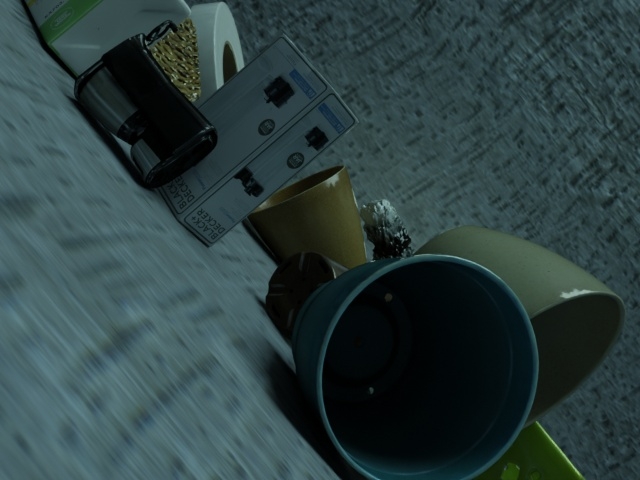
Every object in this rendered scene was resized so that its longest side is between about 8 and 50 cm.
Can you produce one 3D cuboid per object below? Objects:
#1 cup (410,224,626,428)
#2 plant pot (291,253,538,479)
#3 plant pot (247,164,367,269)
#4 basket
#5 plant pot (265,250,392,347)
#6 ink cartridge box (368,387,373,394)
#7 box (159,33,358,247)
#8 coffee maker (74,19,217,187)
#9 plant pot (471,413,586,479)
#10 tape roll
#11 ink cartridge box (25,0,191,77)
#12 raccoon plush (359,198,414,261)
[{"bbox_3d":[0.245,0.116,1.481,0.237,0.331,0.331,54,5,36],"label":"cup"},{"bbox_3d":[0.087,0.142,1.233,0.271,0.272,0.255,49,-11,-15],"label":"plant pot"},{"bbox_3d":[0.000,0.000,2.133,0.254,0.237,0.237,63,1,-10],"label":"plant pot"},{"bbox_3d":[-0.383,-0.360,1.932,0.299,0.223,0.213,39,44,-75],"label":"basket"},{"bbox_3d":[0.012,0.103,1.525,0.165,0.167,0.167,34,14,-50],"label":"plant pot"},{"bbox_3d":[0.096,0.246,1.914,0.171,0.056,0.235,-123,-163,-62],"label":"ink cartridge box"},{"bbox_3d":[-0.109,-0.147,1.461,0.087,0.290,0.169,44,8,-50],"label":"box"},{"bbox_3d":[-0.223,-0.188,1.373,0.178,0.171,0.120,49,12,7],"label":"coffee maker"},{"bbox_3d":[0.295,0.382,1.656,0.227,0.207,0.228,51,3,27],"label":"plant pot"},{"bbox_3d":[-0.235,-0.356,2.302,0.392,0.072,0.391,-5,90,-84],"label":"tape roll"},{"bbox_3d":[-0.369,-0.410,1.626,0.119,0.207,0.353,49,2,-41],"label":"ink cartridge box"},{"bbox_3d":[0.168,0.162,2.145,0.446,0.216,0.299,63,1,-19],"label":"raccoon plush"}]
